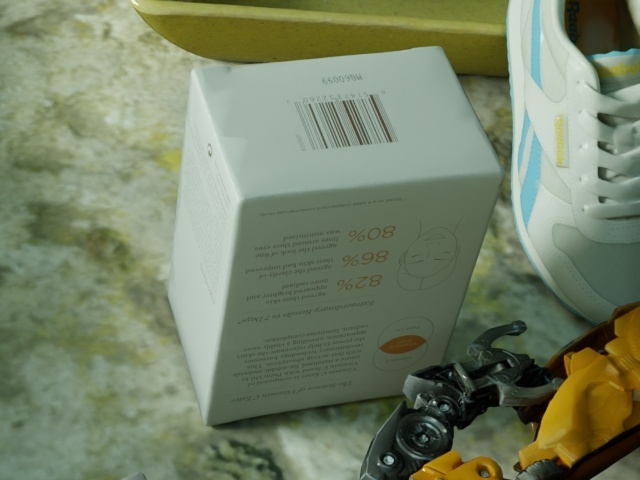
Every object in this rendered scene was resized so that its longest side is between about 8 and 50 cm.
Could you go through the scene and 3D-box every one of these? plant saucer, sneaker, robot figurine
[{"bbox_3d":[0.030,-0.222,1.032,0.333,0.081,0.333,3,46,-10],"label":"plant saucer"},{"bbox_3d":[0.156,-0.061,0.850,0.087,0.092,0.228,-8,81,-12],"label":"sneaker"},{"bbox_3d":[0.159,0.121,0.726,0.291,0.085,0.211,-24,55,-31],"label":"robot figurine"}]

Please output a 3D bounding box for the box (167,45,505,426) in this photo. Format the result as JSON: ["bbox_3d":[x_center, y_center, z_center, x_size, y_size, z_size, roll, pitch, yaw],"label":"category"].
[{"bbox_3d":[0.000,0.000,0.748,0.130,0.170,0.091,-7,50,-18],"label":"box"}]

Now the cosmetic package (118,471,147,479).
[{"bbox_3d":[-0.144,0.200,0.576,0.238,0.107,0.127,-16,52,-29],"label":"cosmetic package"}]
